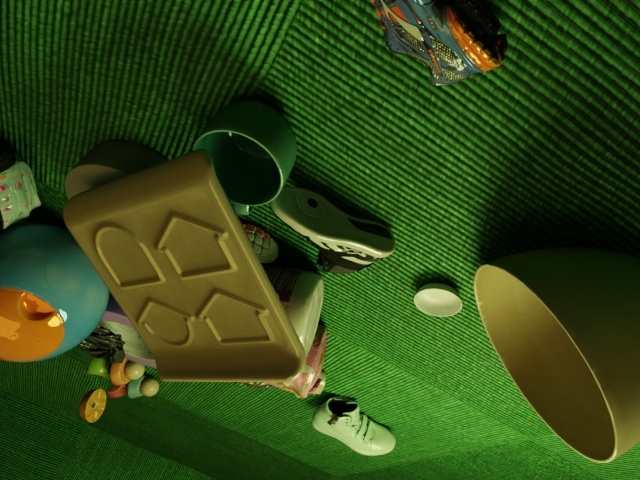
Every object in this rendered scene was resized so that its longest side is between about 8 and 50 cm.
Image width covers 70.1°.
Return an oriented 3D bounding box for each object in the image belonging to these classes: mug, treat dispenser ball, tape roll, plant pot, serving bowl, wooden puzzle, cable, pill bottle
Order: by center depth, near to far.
[{"bbox_3d":[0.374,0.121,0.627,0.191,0.284,0.284,-25,132,-2],"label":"plant pot"},{"bbox_3d":[-0.106,-0.121,0.642,0.130,0.097,0.158,37,138,-21],"label":"mug"},{"bbox_3d":[-0.204,0.056,0.705,0.323,0.080,0.347,-11,110,31],"label":"wooden puzzle"},{"bbox_3d":[-0.330,-0.069,0.813,0.220,0.072,0.219,12,140,10],"label":"tape roll"},{"bbox_3d":[0.212,0.102,0.822,0.084,0.027,0.083,11,139,9],"label":"serving bowl"},{"bbox_3d":[-0.157,0.115,0.876,0.302,0.169,0.169,11,140,10],"label":"pill bottle"},{"bbox_3d":[-0.599,0.106,0.953,0.289,0.288,0.288,11,140,10],"label":"treat dispenser ball"},{"bbox_3d":[-0.574,0.251,1.166,0.151,0.047,0.184,23,143,4],"label":"cable"},{"bbox_3d":[-0.480,0.228,1.199,0.275,0.090,0.274,11,140,9],"label":"tape roll"}]

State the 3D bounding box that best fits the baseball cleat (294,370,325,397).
[{"bbox_3d":[-0.047,0.335,1.175,0.110,0.072,0.205,-11,136,10],"label":"baseball cleat"}]

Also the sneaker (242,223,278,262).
[{"bbox_3d":[-0.152,-0.002,0.845,0.158,0.061,0.065,23,167,-3],"label":"sneaker"}]

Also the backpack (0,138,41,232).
[{"bbox_3d":[-0.607,-0.104,0.848,0.152,0.115,0.181,31,137,18],"label":"backpack"}]

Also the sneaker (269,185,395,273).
[{"bbox_3d":[0.000,0.000,0.736,0.217,0.079,0.121,23,142,-19],"label":"sneaker"}]

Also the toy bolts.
[{"bbox_3d":[-0.640,0.488,1.492,0.159,0.218,0.228,4,156,9],"label":"toy bolts"}]

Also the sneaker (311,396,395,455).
[{"bbox_3d":[0.112,0.527,1.296,0.256,0.094,0.151,20,137,-3],"label":"sneaker"}]

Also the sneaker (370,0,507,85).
[{"bbox_3d":[0.083,-0.234,0.456,0.221,0.083,0.087,39,145,-16],"label":"sneaker"}]

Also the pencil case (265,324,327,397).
[{"bbox_3d":[-0.173,0.221,1.014,0.387,0.160,0.167,15,148,4],"label":"pencil case"}]

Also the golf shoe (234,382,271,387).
[{"bbox_3d":[-0.154,0.354,1.233,0.094,0.077,0.198,26,148,-24],"label":"golf shoe"}]
